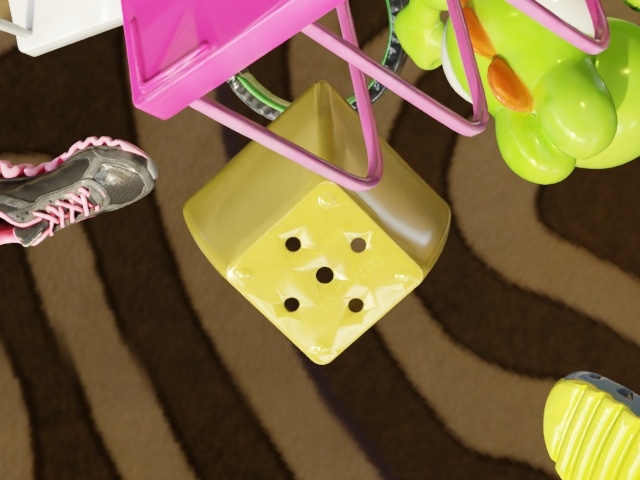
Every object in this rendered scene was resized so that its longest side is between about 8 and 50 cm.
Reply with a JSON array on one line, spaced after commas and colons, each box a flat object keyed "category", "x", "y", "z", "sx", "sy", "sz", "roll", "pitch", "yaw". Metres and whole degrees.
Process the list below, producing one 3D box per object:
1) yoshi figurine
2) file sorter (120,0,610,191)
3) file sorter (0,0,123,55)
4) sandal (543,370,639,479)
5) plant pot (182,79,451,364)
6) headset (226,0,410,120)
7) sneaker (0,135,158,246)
[{"category": "yoshi figurine", "x": 0.154, "y": -0.190, "z": 1.151, "sx": 0.203, "sy": 0.204, "sz": 0.362, "roll": -6, "pitch": 61, "yaw": -12}, {"category": "file sorter", "x": 0.068, "y": -0.180, "z": 0.718, "sx": 0.182, "sy": 0.290, "sz": 0.202, "roll": 25, "pitch": 45, "yaw": -46}, {"category": "file sorter", "x": -0.183, "y": -0.299, "z": 1.056, "sx": 0.192, "sy": 0.173, "sz": 0.278, "roll": -16, "pitch": 80, "yaw": 17}, {"category": "sandal", "x": 0.367, "y": 0.245, "z": 1.589, "sx": 0.317, "sy": 0.126, "sz": 0.138, "roll": 40, "pitch": 35, "yaw": 17}, {"category": "plant pot", "x": 0.000, "y": 0.000, "z": 1.587, "sx": 0.212, "sy": 0.212, "sz": 0.187, "roll": 45, "pitch": 13, "yaw": -16}, {"category": "headset", "x": -0.058, "y": -0.317, "z": 1.831, "sx": 0.394, "sy": 0.243, "sz": 0.185, "roll": 60, "pitch": 20, "yaw": -3}, {"category": "sneaker", "x": -0.144, "y": -0.019, "z": 0.846, "sx": 0.119, "sy": 0.047, "sz": 0.057, "roll": -12, "pitch": 42, "yaw": 18}]
